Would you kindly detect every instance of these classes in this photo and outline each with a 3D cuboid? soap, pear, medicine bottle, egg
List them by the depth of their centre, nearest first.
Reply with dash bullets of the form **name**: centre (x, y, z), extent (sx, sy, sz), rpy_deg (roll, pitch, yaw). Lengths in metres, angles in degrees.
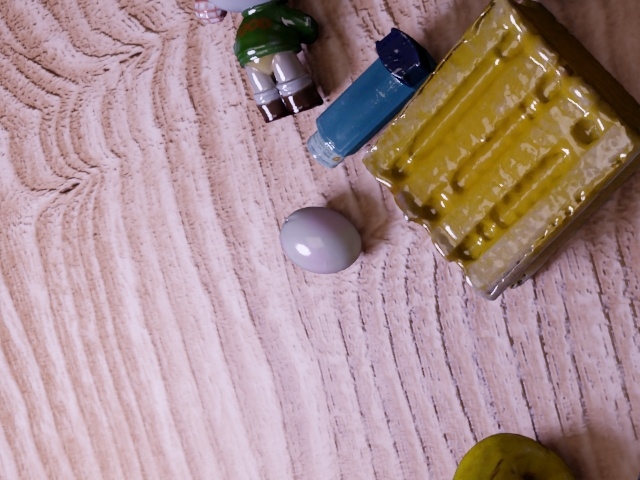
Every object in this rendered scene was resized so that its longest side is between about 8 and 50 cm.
- **soap**: centre (0.264, -0.131, 1.756), extent (0.293, 0.156, 0.335), rpy_deg (47, 116, 15)
- **pear**: centre (0.272, 0.380, 1.789), extent (0.200, 0.200, 0.200), rpy_deg (4, 97, 32)
- **medicine bottle**: centre (0.075, -0.210, 1.886), extent (0.258, 0.124, 0.079), rpy_deg (-43, 73, 30)
- **egg**: centre (0.000, 0.000, 1.963), extent (0.135, 0.103, 0.103), rpy_deg (19, 105, 27)

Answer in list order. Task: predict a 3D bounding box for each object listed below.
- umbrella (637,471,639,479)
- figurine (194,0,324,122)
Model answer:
- **umbrella**: centre (0.503, 0.211, 1.691), extent (0.073, 0.067, 0.337), rpy_deg (19, 105, 18)
- **figurine**: centre (-0.096, -0.372, 1.956), extent (0.281, 0.167, 0.370), rpy_deg (-13, 97, 37)
